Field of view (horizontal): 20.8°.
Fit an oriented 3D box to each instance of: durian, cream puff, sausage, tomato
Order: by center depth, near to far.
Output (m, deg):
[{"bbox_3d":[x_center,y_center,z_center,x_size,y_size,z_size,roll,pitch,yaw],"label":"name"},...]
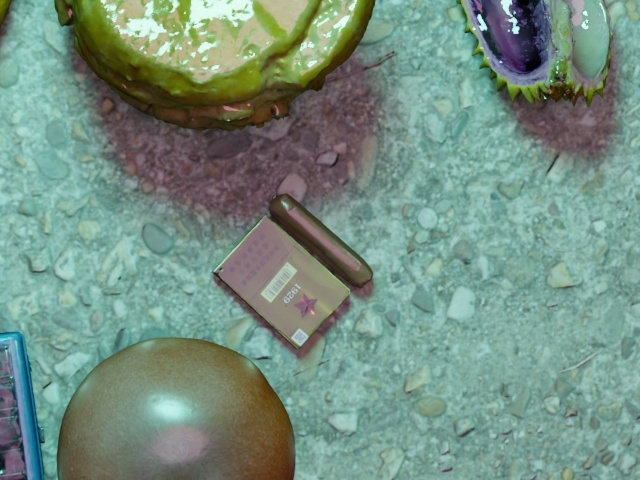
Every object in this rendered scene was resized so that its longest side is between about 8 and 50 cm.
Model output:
[{"bbox_3d":[-0.152,0.228,1.847,0.255,0.224,0.256,-1,98,-6],"label":"tomato"},{"bbox_3d":[-0.114,-0.277,1.855,0.342,0.231,0.327,5,83,-3],"label":"cream puff"},{"bbox_3d":[0.000,0.000,1.967,0.147,0.035,0.030,40,106,-7],"label":"sausage"},{"bbox_3d":[0.253,-0.275,1.970,0.186,0.153,0.261,5,81,-31],"label":"durian"}]

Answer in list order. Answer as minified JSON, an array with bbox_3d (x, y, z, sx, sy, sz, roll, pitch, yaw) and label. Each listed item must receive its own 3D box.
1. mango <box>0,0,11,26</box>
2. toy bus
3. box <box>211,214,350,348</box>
[{"bbox_3d":[-0.426,-0.261,1.862,0.176,0.119,0.317,25,91,-9],"label":"mango"},{"bbox_3d":[-0.361,0.221,1.863,0.134,0.113,0.246,-8,88,-15],"label":"toy bus"},{"bbox_3d":[-0.044,0.047,1.963,0.133,0.023,0.090,42,84,-6],"label":"box"}]
